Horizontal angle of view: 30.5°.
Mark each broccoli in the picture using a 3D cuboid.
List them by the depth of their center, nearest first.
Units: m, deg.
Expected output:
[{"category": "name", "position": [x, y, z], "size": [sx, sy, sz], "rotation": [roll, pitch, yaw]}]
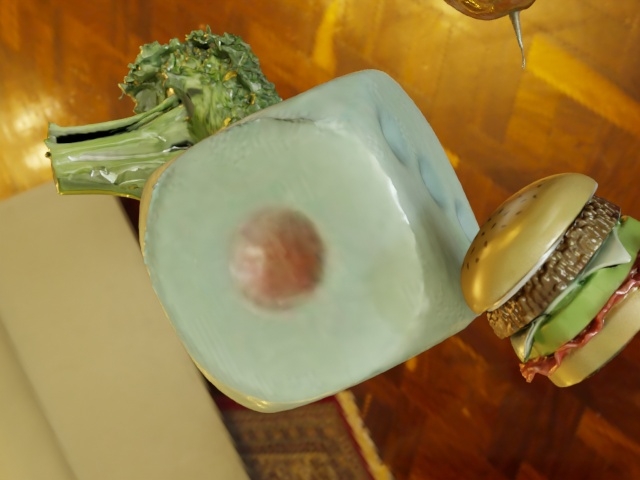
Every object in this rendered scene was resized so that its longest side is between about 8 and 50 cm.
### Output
[{"category": "broccoli", "position": [-0.173, -0.081, 1.496], "size": [0.249, 0.302, 0.375], "rotation": [58, -160, -68]}]

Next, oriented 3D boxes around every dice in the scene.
[{"category": "dice", "position": [0.000, 0.000, 1.177], "size": [0.265, 0.262, 0.268], "rotation": [-27, 90, 20]}]

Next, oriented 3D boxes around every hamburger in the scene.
[{"category": "hamburger", "position": [0.190, 0.024, 0.951], "size": [0.137, 0.175, 0.175], "rotation": [40, 142, 1]}]

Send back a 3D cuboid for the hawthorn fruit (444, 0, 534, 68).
[{"category": "hawthorn fruit", "position": [0.185, -0.302, 1.254], "size": [0.189, 0.149, 0.149], "rotation": [37, 154, -27]}]
